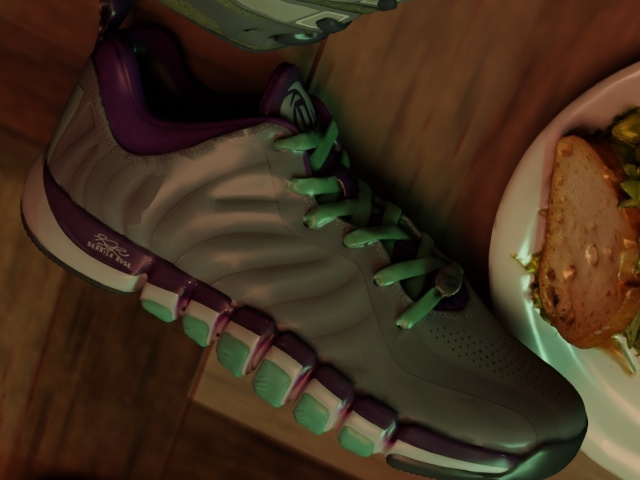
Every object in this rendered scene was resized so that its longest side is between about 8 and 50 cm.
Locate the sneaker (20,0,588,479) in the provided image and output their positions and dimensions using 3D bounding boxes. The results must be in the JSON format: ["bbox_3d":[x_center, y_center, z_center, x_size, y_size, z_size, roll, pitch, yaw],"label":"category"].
[{"bbox_3d":[0.000,0.000,0.553,0.224,0.083,0.098,27,118,9],"label":"sneaker"}]

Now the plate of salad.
[{"bbox_3d":[0.153,0.026,0.537,0.200,0.048,0.200,9,122,14],"label":"plate of salad"}]

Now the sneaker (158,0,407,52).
[{"bbox_3d":[0.020,-0.113,0.480,0.300,0.111,0.121,15,147,7],"label":"sneaker"}]
